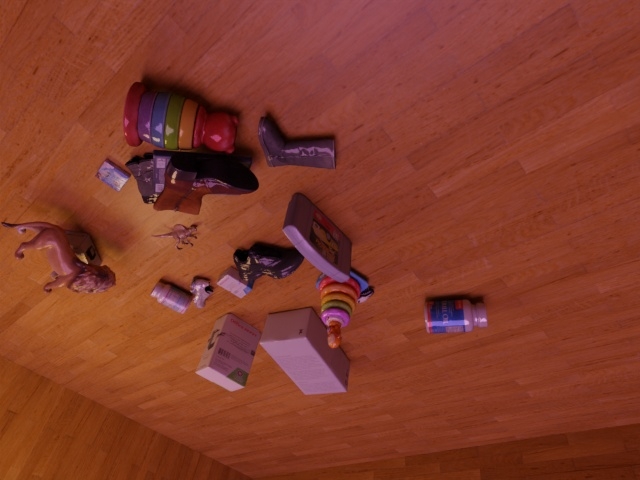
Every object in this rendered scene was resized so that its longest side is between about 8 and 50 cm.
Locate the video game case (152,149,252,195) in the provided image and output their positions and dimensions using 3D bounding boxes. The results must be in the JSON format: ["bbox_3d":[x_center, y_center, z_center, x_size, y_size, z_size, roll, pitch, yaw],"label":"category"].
[{"bbox_3d":[-0.361,-0.198,1.314,0.273,0.026,0.196,-1,155,-22],"label":"video game case"}]

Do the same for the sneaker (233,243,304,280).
[{"bbox_3d":[-0.198,0.070,1.601,0.285,0.109,0.130,-11,125,19],"label":"sneaker"}]

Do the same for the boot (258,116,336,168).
[{"bbox_3d":[-0.062,-0.276,1.248,0.208,0.076,0.190,6,150,15],"label":"boot"}]

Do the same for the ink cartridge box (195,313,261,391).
[{"bbox_3d":[-0.404,0.498,1.942,0.198,0.273,0.114,39,132,-25],"label":"ink cartridge box"}]

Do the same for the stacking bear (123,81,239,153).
[{"bbox_3d":[-0.376,-0.322,1.208,0.288,0.164,0.176,9,101,-13],"label":"stacking bear"}]

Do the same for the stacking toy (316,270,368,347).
[{"bbox_3d":[0.060,0.259,1.589,0.165,0.302,0.175,31,133,-19],"label":"stacking toy"}]

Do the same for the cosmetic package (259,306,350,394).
[{"bbox_3d":[-0.056,0.511,1.961,0.229,0.162,0.454,-12,131,22],"label":"cosmetic package"}]

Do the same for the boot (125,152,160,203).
[{"bbox_3d":[-0.504,-0.203,1.409,0.246,0.084,0.161,-3,128,12],"label":"boot"}]

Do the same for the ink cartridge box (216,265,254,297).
[{"bbox_3d":[-0.343,0.169,1.759,0.122,0.052,0.088,35,130,-23],"label":"ink cartridge box"}]

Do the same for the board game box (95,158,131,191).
[{"bbox_3d":[-0.702,-0.219,1.471,0.090,0.020,0.090,37,128,-24],"label":"board game box"}]

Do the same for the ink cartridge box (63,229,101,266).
[{"bbox_3d":[-0.984,0.049,1.755,0.127,0.073,0.175,7,135,4],"label":"ink cartridge box"}]

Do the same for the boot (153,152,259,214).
[{"bbox_3d":[-0.349,-0.135,1.312,0.263,0.096,0.280,2,154,-28],"label":"boot"}]

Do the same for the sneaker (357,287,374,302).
[{"bbox_3d":[0.174,0.217,1.719,0.043,0.040,0.109,23,140,-35],"label":"sneaker"}]

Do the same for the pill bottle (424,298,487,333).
[{"bbox_3d":[0.512,0.287,1.653,0.221,0.124,0.124,-7,132,16],"label":"pill bottle"}]

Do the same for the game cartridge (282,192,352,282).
[{"bbox_3d":[0.000,0.000,1.422,0.060,0.196,0.294,-27,124,33],"label":"game cartridge"}]

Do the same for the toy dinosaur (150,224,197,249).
[{"bbox_3d":[-0.530,-0.016,1.628,0.182,0.053,0.093,-11,116,12],"label":"toy dinosaur"}]

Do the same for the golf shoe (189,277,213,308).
[{"bbox_3d":[-0.496,0.231,1.845,0.085,0.069,0.176,3,136,0],"label":"golf shoe"}]

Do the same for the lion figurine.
[{"bbox_3d":[-0.960,0.059,1.615,0.239,0.142,0.393,-16,125,13],"label":"lion figurine"}]

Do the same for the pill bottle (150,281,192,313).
[{"bbox_3d":[-0.641,0.243,1.868,0.160,0.087,0.087,33,132,-19],"label":"pill bottle"}]
